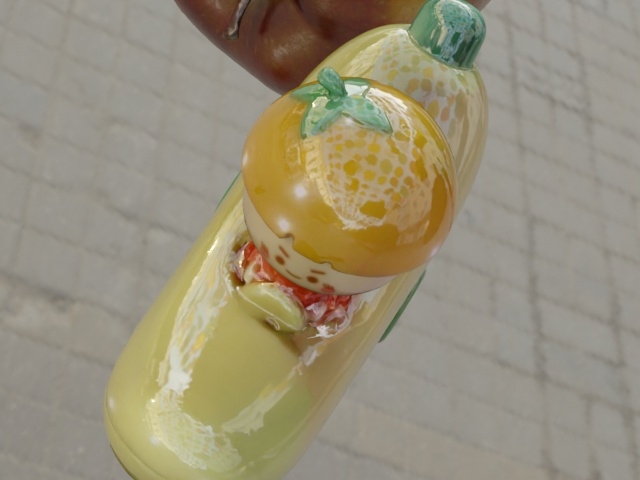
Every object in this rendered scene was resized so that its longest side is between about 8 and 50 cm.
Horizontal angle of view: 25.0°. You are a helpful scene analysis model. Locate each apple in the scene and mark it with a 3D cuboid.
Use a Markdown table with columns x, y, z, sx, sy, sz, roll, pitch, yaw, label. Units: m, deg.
| x | y | z | sx | sy | sz | roll | pitch | yaw | label |
| --- | --- | --- | --- | --- | --- | --- | --- | --- | --- |
| 0.028 | -0.269 | 1.149 | 0.317 | 0.288 | 0.288 | -39 | 83 | -30 | apple |

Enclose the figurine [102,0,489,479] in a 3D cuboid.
| x | y | z | sx | sy | sz | roll | pitch | yaw | label |
| --- | --- | --- | --- | --- | --- | --- | --- | --- | --- |
| 0.000 | 0.000 | 0.742 | 0.124 | 0.222 | 0.324 | 34 | 47 | 1 | figurine |
